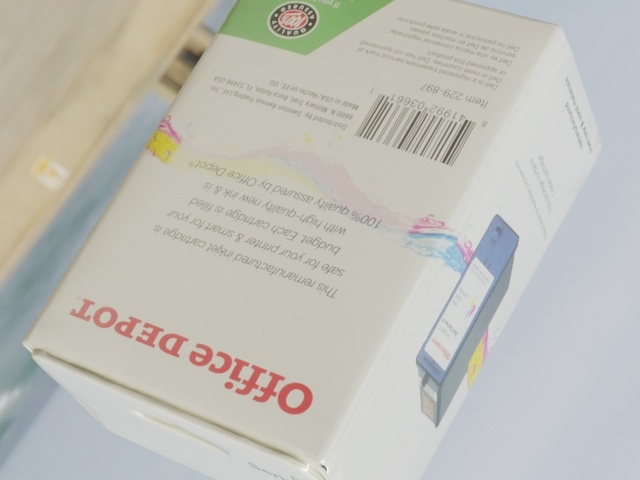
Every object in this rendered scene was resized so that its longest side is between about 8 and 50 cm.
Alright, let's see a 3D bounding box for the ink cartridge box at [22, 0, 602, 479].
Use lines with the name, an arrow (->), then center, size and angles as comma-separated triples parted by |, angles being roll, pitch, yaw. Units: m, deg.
ink cartridge box -> 0.000, 0.000, 0.780 | 0.212, 0.154, 0.093 | -59, 148, -20
